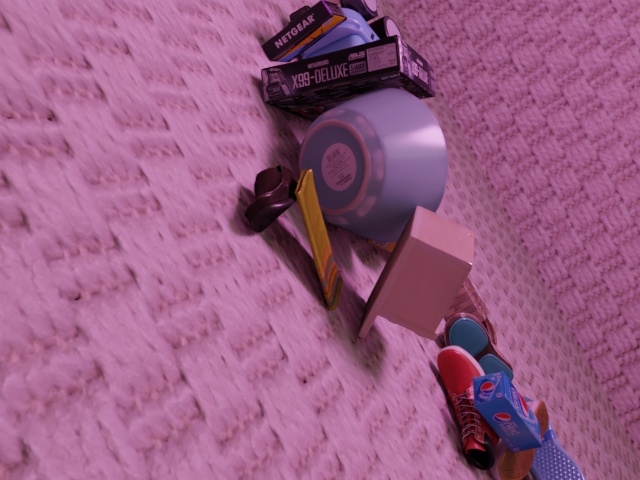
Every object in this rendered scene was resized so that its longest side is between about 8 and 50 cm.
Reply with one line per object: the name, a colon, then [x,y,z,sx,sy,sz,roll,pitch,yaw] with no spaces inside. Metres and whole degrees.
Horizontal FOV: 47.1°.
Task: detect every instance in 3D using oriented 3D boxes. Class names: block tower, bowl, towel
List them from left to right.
towel: [0.000,0.000,1.282,0.102,0.021,0.237,-79,156,-60]
bowl: [0.074,-0.144,1.431,0.163,0.311,0.312,-7,68,-46]
block tower: [0.307,0.070,1.896,0.335,0.097,0.091,59,22,1]

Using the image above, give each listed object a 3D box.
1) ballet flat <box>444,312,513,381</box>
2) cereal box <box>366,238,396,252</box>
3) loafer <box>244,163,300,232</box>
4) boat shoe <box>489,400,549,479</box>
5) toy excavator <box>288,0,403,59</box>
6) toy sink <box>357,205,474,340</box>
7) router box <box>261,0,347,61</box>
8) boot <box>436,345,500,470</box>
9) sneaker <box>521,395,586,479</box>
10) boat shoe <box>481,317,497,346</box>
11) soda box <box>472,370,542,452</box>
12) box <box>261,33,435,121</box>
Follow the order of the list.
ballet flat: [0.372,0.260,1.822,0.316,0.107,0.106,51,3,-36]
cereal box: [0.178,-0.063,1.756,0.173,0.047,0.240,20,40,-24]
loafer: [-0.088,-0.077,1.238,0.078,0.080,0.220,48,17,-4]
boat shoe: [0.442,0.467,1.704,0.277,0.096,0.098,-31,108,-49]
toy excavator: [0.104,-0.368,1.901,0.433,0.222,0.445,39,44,-45]
toy sink: [0.180,0.083,1.355,0.131,0.234,0.153,26,25,1]
router box: [-0.036,-0.483,1.706,0.046,0.179,0.133,58,22,-1]
boot: [0.312,0.354,1.562,0.244,0.088,0.176,63,23,-3]
sneaker: [0.549,0.553,1.817,0.319,0.127,0.208,-111,177,-51]
boat shoe: [0.406,0.207,1.977,0.073,0.073,0.207,34,26,-46]
soda box: [0.394,0.363,1.544,0.210,0.071,0.067,50,32,-35]
box: [0.066,-0.335,1.569,0.242,0.307,0.077,3,80,-64]
